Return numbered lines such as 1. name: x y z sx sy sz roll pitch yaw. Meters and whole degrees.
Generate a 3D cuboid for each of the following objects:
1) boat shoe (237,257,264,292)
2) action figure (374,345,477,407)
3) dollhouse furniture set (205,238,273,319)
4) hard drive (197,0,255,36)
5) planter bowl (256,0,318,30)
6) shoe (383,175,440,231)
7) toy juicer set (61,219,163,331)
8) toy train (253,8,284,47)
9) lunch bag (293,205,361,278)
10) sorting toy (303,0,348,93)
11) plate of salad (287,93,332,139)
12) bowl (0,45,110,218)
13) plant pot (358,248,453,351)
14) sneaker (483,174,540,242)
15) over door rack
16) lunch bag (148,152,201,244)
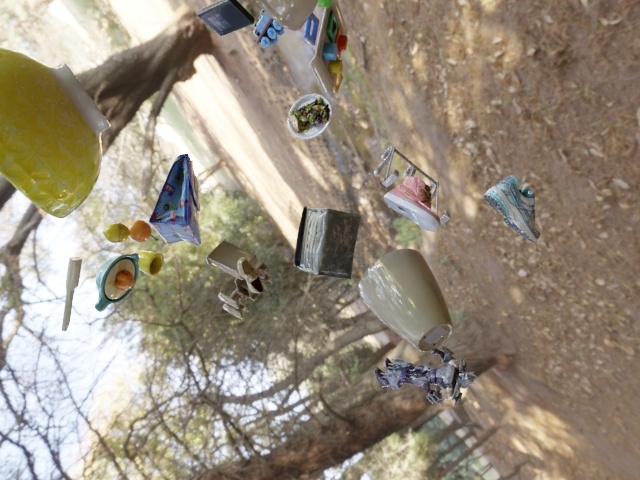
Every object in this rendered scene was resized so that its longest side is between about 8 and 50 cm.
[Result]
1. boat shoe: -0.212 0.110 1.413 0.045 0.050 0.136 11 138 41
2. action figure: 0.311 0.393 1.321 0.185 0.284 0.099 -43 -61 -52
3. dollhouse furniture set: -0.320 0.136 1.756 0.160 0.212 0.242 23 143 23
4. hard drive: -0.260 -0.616 1.253 0.135 0.022 0.094 2 162 38
5. planter bowl: -0.059 -0.524 0.903 0.162 0.109 0.162 30 -135 -35
6. shoe: 0.213 -0.085 0.975 0.063 0.081 0.178 49 176 -34
7. toy juicer set: -0.524 0.068 1.165 0.089 0.329 0.210 18 124 14
8. toy train: -0.194 -0.834 1.759 0.105 0.080 0.184 48 138 -6
9. lunch bag: 0.000 0.000 1.662 0.168 0.236 0.287 10 -179 -27
10. sorting toy: 0.038 -0.530 1.249 0.047 0.196 0.347 14 175 16
11. plate of salad: -0.048 -0.509 1.848 0.200 0.200 0.048 49 -172 24
12. bowl: -0.442 -0.196 0.730 0.290 0.156 0.289 51 167 16
13. plant pot: 0.294 0.209 1.458 0.257 0.256 0.274 53 -176 -45
14. sneaker: 0.655 -0.099 1.469 0.283 0.122 0.110 38 -169 -32
15. over door rack: 0.303 -0.182 1.555 0.239 0.108 0.324 35 -153 -11
16. lunch bag: -0.501 -0.157 1.645 0.221 0.137 0.294 100 173 -71
